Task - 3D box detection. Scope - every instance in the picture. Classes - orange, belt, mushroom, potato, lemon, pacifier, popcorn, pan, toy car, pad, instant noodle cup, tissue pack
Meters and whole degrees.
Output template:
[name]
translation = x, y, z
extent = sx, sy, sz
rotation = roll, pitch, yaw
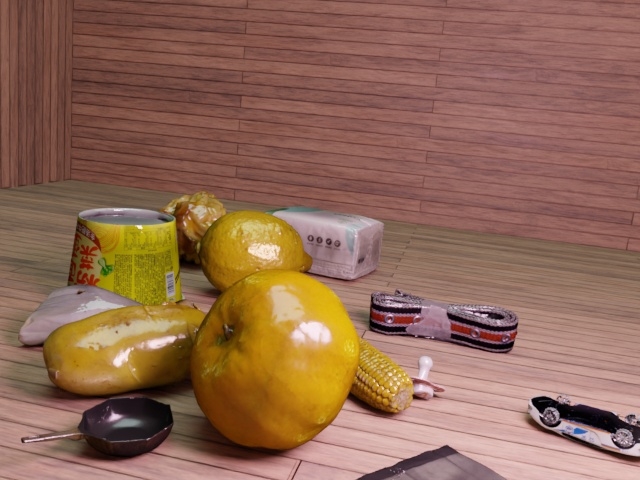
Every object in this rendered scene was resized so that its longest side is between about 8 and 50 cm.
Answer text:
[orange]
translation = -0.068, 0.184, 0.975
extent = 0.235, 0.278, 0.279
rotation = 32, -7, -36
[belt]
translation = 0.290, 0.194, 1.514
extent = 0.360, 0.094, 0.126
rotation = 8, 16, 18
[mushroom]
translation = -0.430, 0.171, 1.299
extent = 0.329, 0.122, 0.159
rotation = 5, 49, 0
[potato]
translation = -0.332, 0.191, 1.121
extent = 0.301, 0.140, 0.173
rotation = -8, 24, -30
[lemon]
translation = -0.176, 0.042, 1.680
extent = 0.320, 0.245, 0.245
rotation = 8, 11, -10
[pacifier]
translation = 0.189, 0.256, 1.182
extent = 0.099, 0.077, 0.082
rotation = 29, -23, -34
[popcorn]
translation = -0.420, -0.044, 2.039
extent = 0.265, 0.225, 0.332
rotation = -23, 27, 7
[pan]
translation = -0.321, 0.279, 0.917
extent = 0.202, 0.048, 0.128
rotation = 3, 10, -19
[toy car]
translation = 0.462, 0.317, 1.080
extent = 0.205, 0.056, 0.095
rotation = 9, 12, 34
[pad]
translation = 0.170, 0.350, 0.867
extent = 0.233, 0.022, 0.174
rotation = -3, 14, -40
[instant noodle cup]
translation = -0.485, 0.045, 1.561
extent = 0.312, 0.221, 0.311
rotation = 6, 11, -1
[tissue pack]
translation = 0.001, -0.002, 2.085
extent = 0.357, 0.193, 0.266
rotation = 11, 11, 24

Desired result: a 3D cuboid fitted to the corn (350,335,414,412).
[corn]
translation = 0.060, 0.235, 1.197
extent = 0.106, 0.106, 0.305
rotation = -3, 19, -35
